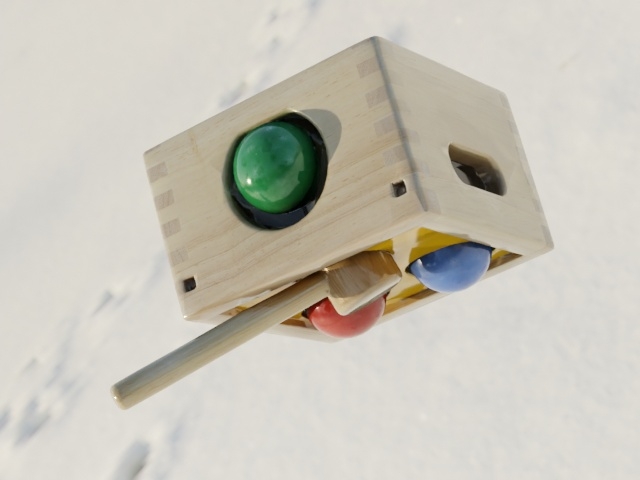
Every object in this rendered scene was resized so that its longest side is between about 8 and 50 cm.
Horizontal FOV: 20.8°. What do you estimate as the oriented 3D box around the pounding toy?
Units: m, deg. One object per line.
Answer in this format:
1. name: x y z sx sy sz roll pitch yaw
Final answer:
1. pounding toy: 0.000 0.000 0.667 0.130 0.141 0.100 -25 71 27
